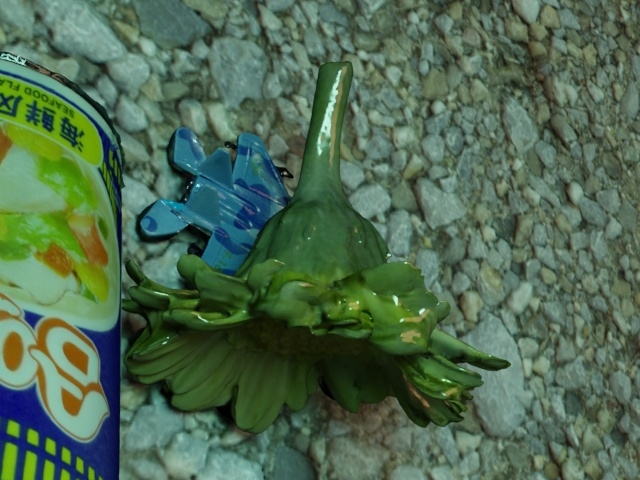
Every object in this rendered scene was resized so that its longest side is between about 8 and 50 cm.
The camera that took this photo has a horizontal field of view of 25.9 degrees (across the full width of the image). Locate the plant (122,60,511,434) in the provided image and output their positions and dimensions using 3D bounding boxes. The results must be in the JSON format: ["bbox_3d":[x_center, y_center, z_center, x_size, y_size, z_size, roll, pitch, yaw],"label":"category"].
[{"bbox_3d":[-0.030,0.038,1.072,0.297,0.261,0.306,63,5,15],"label":"plant"}]

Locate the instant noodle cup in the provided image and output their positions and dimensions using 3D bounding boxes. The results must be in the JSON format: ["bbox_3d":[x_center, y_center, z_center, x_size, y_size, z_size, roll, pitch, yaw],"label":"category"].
[{"bbox_3d":[-0.229,0.058,0.831,0.284,0.284,0.312,34,44,-35],"label":"instant noodle cup"}]

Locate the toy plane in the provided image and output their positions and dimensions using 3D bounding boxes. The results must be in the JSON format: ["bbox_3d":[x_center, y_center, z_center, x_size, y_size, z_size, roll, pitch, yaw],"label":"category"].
[{"bbox_3d":[-0.035,0.004,1.191,0.246,0.078,0.169,35,51,-27],"label":"toy plane"}]
